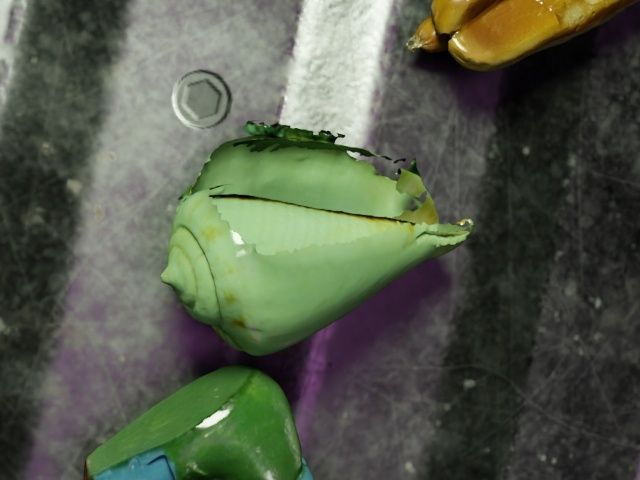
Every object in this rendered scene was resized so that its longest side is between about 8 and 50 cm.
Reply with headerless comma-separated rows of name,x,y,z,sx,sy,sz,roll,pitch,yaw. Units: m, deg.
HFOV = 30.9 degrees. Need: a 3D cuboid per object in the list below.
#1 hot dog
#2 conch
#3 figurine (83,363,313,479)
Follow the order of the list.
hot dog,0.187,-0.216,0.950,0.269,0.072,0.109,-29,100,-18
conch,-0.010,-0.015,0.865,0.250,0.143,0.137,-35,146,-28
figurine,-0.057,0.224,0.863,0.185,0.127,0.234,-33,113,-10
